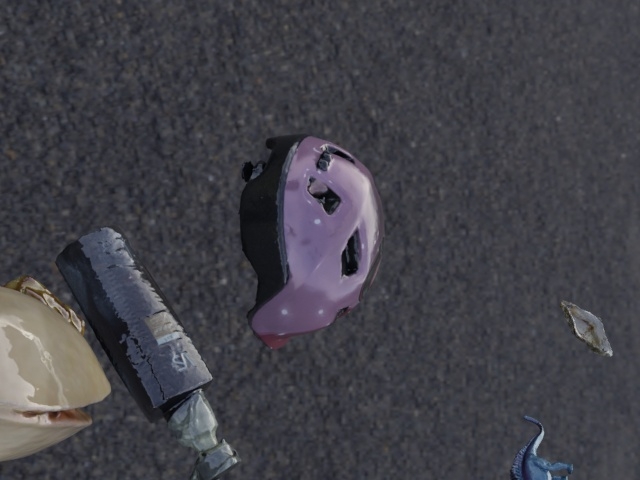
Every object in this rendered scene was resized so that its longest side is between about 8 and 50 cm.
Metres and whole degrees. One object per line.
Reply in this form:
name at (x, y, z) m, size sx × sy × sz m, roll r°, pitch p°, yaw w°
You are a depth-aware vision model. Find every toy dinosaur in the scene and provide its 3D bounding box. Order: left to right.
toy dinosaur at (0.296, 0.318, 1.357) m, size 0.045 × 0.080 × 0.197 m, roll 87°, pitch 9°, yaw -45°

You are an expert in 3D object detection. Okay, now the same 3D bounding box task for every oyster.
oyster at (0.361, 0.122, 1.368) m, size 0.051 × 0.034 × 0.093 m, roll 3°, pitch 50°, yaw -46°

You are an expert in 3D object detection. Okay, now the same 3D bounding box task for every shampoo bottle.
shampoo bottle at (-0.127, 0.089, 0.755) m, size 0.057 × 0.063 × 0.207 m, roll -24°, pitch 74°, yaw -33°

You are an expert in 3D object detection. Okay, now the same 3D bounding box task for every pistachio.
pistachio at (-0.347, 0.150, 1.088) m, size 0.318 × 0.214 × 0.193 m, roll 25°, pitch 87°, yaw -64°

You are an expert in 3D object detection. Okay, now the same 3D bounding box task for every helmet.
helmet at (0.000, 0.000, 1.124) m, size 0.198 × 0.154 × 0.253 m, roll -69°, pitch 148°, yaw -45°

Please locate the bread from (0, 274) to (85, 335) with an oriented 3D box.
bread at (-0.470, 0.153, 1.518) m, size 0.181 × 0.222 × 0.096 m, roll 46°, pitch 29°, yaw -40°
